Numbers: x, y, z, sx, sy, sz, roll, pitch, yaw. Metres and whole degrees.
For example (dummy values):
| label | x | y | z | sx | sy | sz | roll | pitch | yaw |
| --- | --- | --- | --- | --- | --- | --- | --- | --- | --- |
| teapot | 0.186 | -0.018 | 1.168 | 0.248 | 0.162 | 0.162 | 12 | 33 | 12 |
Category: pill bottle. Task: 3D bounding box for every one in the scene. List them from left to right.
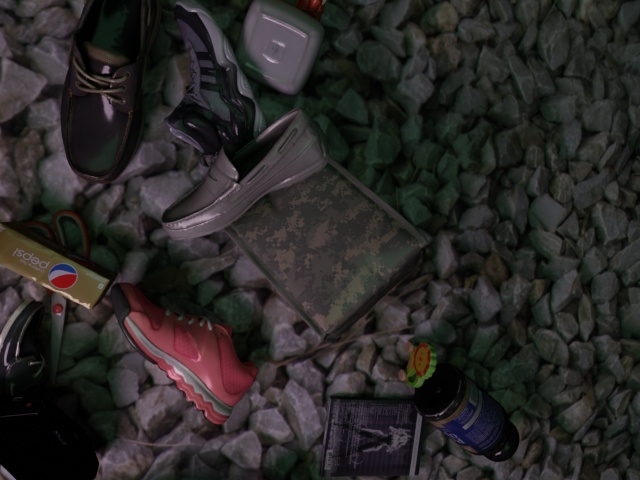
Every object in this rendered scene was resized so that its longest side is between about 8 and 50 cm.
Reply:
| label | x | y | z | sx | sy | sz | roll | pitch | yaw |
| --- | --- | --- | --- | --- | --- | --- | --- | --- | --- |
| pill bottle | 0.308 | 0.363 | 0.878 | 0.219 | 0.123 | 0.123 | 41 | 84 | -17 |

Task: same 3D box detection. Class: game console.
| label | x | y | z | sx | sy | sz | roll | pitch | yaw |
| --- | --- | --- | --- | --- | --- | --- | --- | --- | --- |
| game console | -0.557 | 0.331 | 0.664 | 0.362 | 0.044 | 0.213 | -5 | 127 | -2 |

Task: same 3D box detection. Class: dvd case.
| label | x | y | z | sx | sy | sz | roll | pitch | yaw |
| --- | --- | --- | --- | --- | --- | --- | --- | --- | --- |
| dvd case | 0.114 | 0.412 | 0.890 | 0.221 | 0.018 | 0.164 | 7 | 91 | -14 |

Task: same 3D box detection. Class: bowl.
| label | x | y | z | sx | sy | sz | roll | pitch | yaw |
| --- | --- | --- | --- | --- | --- | --- | --- | --- | --- |
| bowl | -0.076 | -0.334 | 0.738 | 0.142 | 0.053 | 0.142 | 23 | 119 | -10 |

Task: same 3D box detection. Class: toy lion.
| label | x | y | z | sx | sy | sz | roll | pitch | yaw |
| --- | --- | --- | --- | --- | --- | --- | --- | --- | --- |
| toy lion | 0.202 | 0.252 | 0.860 | 0.034 | 0.096 | 0.100 | 15 | 91 | -15 |

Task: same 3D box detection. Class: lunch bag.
| label | x | y | z | sx | sy | sz | roll | pitch | yaw |
| --- | --- | --- | --- | --- | --- | --- | --- | --- | --- |
| lunch bag | 0.000 | 0.000 | 0.749 | 0.235 | 0.169 | 0.287 | -42 | 73 | -5 |

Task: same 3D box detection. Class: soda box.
| label | x | y | z | sx | sy | sz | roll | pitch | yaw |
| --- | --- | --- | --- | --- | --- | --- | --- | --- | --- |
| soda box | -0.433 | 0.039 | 0.684 | 0.181 | 0.061 | 0.058 | 31 | 87 | -14 |

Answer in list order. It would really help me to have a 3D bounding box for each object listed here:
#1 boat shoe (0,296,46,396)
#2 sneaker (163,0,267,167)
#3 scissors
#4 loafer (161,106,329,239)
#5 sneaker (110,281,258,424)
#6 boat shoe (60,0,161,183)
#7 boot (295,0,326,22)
| label | x | y | z | sx | sy | sz | roll | pitch | yaw |
| --- | --- | --- | --- | --- | --- | --- | --- | --- | --- |
| boat shoe | -0.485 | 0.204 | 0.692 | 0.079 | 0.084 | 0.233 | 18 | 97 | -11 |
| sneaker | -0.208 | -0.259 | 0.716 | 0.153 | 0.101 | 0.268 | -31 | 103 | -13 |
| scissors | -0.439 | 0.098 | 0.727 | 0.109 | 0.021 | 0.297 | -10 | 95 | -15 |
| loafer | -0.140 | -0.111 | 0.708 | 0.319 | 0.112 | 0.111 | -31 | 134 | 6 |
| sneaker | -0.233 | 0.174 | 0.754 | 0.136 | 0.116 | 0.313 | -42 | 109 | -18 |
| boat shoe | -0.344 | -0.269 | 0.667 | 0.132 | 0.130 | 0.355 | 9 | 92 | -14 |
| boot | -0.027 | -0.397 | 0.762 | 0.059 | 0.085 | 0.157 | 15 | 92 | -17 |
